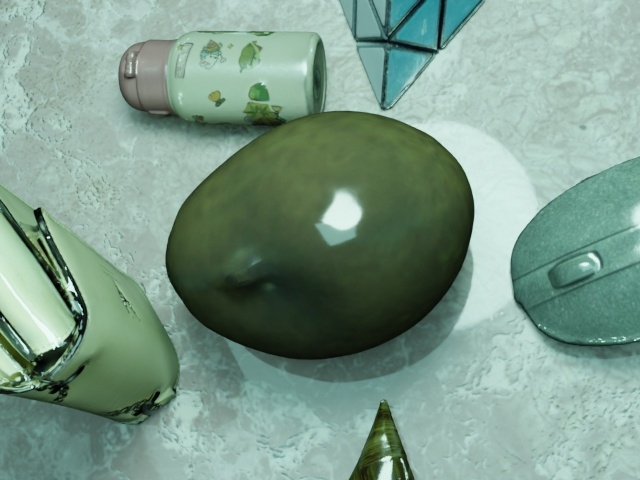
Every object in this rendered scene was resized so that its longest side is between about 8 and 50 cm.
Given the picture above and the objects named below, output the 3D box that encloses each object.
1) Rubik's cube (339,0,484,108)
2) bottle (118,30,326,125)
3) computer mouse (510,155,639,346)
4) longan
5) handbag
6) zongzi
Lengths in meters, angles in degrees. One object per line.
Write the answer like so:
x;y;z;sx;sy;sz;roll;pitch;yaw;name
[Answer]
0.109;-0.351;1.266;0.229;0.233;0.228;43;40;-19;Rubik's cube
-0.124;-0.202;1.280;0.253;0.120;0.120;3;77;11;bottle
0.397;-0.003;1.157;0.374;0.114;0.203;-21;76;4;computer mouse
0.000;0.000;1.139;0.350;0.288;0.288;-17;75;13;longan
-0.289;0.077;1.112;0.160;0.358;0.237;-41;75;-4;handbag
0.022;0.295;1.155;0.187;0.084;0.184;-21;76;1;zongzi
